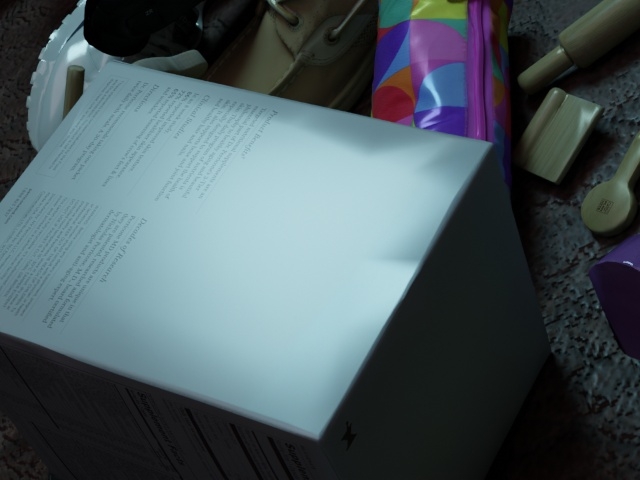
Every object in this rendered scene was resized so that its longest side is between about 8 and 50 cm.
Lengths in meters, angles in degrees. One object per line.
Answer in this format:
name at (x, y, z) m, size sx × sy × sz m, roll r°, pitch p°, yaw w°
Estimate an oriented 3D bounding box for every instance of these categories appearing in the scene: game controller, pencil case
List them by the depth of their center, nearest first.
pencil case at (0.081, -0.089, 1.055) m, size 0.104 × 0.104 × 0.236 m, roll -17°, pitch 51°, yaw 28°
game controller at (-0.053, -0.254, 1.232) m, size 0.319 × 0.067 × 0.166 m, roll -38°, pitch 8°, yaw -13°

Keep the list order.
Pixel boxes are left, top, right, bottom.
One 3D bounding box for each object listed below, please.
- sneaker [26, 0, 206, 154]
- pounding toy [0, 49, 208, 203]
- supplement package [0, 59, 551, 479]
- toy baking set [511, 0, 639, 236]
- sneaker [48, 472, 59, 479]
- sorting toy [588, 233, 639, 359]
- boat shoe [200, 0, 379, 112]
sneaker at (-0.161, -0.155, 1.319) m, size 0.095 × 0.090 × 0.235 m, roll 16°, pitch 73°, yaw 28°
pounding toy at (-0.179, -0.054, 1.143) m, size 0.154 × 0.155 × 0.269 m, roll -32°, pitch -8°, yaw -44°
supplement package at (-0.038, 0.051, 0.914) m, size 0.263 × 0.198 × 0.199 m, roll 15°, pitch 58°, yaw 29°
toy baking set at (0.237, -0.103, 1.000) m, size 0.256 × 0.030 × 0.196 m, roll -40°, pitch 48°, yaw 16°
sneaker at (-0.158, 0.193, 1.046) m, size 0.058 × 0.084 × 0.152 m, roll 13°, pitch 68°, yaw 43°
sorting toy at (0.317, 0.033, 0.803) m, size 0.126 × 0.127 × 0.365 m, roll -35°, pitch 31°, yaw -33°
boat shoe at (0.001, -0.188, 1.189) m, size 0.341 × 0.110 × 0.121 m, roll -46°, pitch 42°, yaw 0°
